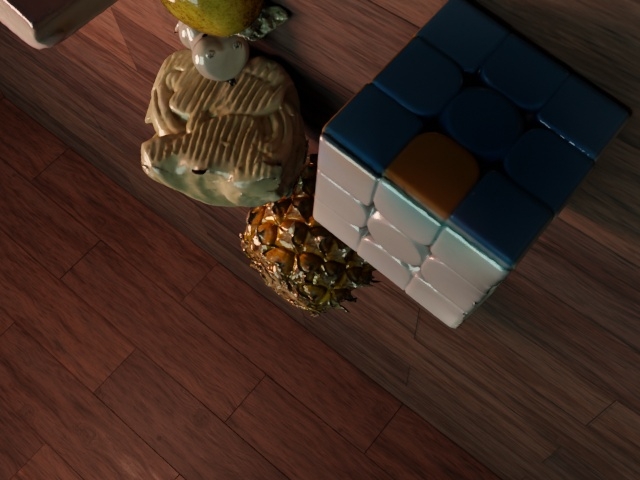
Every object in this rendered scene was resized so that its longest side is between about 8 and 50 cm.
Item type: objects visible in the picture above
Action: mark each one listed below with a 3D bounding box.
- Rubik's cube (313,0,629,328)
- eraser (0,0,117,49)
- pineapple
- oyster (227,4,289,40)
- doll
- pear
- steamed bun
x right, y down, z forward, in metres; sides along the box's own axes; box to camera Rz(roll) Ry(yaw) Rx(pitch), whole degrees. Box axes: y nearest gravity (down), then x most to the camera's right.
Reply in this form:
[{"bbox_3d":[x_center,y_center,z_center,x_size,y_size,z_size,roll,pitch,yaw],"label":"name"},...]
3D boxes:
[{"bbox_3d":[0.188,-0.097,1.014,0.290,0.291,0.291,38,162,10],"label":"Rubik's cube"},{"bbox_3d":[-0.435,-0.522,1.217,0.272,0.359,0.122,41,161,0],"label":"eraser"},{"bbox_3d":[-0.003,-0.001,1.624,0.352,0.300,0.352,40,168,11],"label":"pineapple"},{"bbox_3d":[-0.203,-0.439,1.307,0.199,0.087,0.252,3,-148,-40],"label":"oyster"},{"bbox_3d":[-0.210,-0.387,1.380,0.180,0.110,0.107,60,164,27],"label":"doll"},{"bbox_3d":[-0.168,-0.428,1.161,0.197,0.197,0.197,37,161,15],"label":"pear"},{"bbox_3d":[-0.185,-0.196,1.478,0.394,0.347,0.237,54,173,25],"label":"steamed bun"}]
